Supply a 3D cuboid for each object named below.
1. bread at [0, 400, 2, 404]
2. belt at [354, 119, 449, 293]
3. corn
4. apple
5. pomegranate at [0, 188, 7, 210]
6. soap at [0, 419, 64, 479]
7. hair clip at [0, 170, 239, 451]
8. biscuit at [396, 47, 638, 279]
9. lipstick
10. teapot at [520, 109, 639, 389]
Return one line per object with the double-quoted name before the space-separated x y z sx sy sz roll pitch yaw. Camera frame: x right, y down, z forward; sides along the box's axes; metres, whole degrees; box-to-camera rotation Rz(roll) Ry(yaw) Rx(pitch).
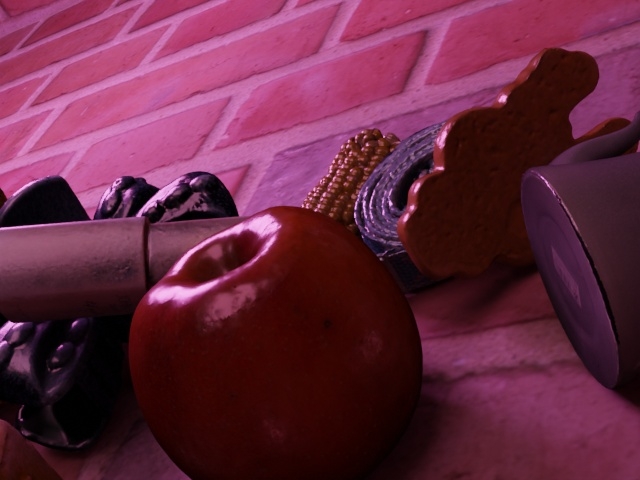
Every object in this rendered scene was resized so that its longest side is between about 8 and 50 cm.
"bread" -0.458 0.158 1.067 0.316 0.211 0.270 -42 33 6
"belt" 0.113 -0.036 0.929 0.163 0.082 0.147 -23 41 9
"corn" 0.000 0.000 0.982 0.086 0.086 0.288 4 47 47
"apple" -0.033 0.090 0.761 0.218 0.201 0.218 -26 22 11
"pomegranate" -0.526 0.011 1.338 0.276 0.204 0.222 6 28 45
"soap" -0.230 0.270 0.711 0.080 0.160 0.257 -26 30 7
"hair clip" -0.216 0.054 1.019 0.310 0.194 0.206 -42 52 -20
"biscuit" 0.165 -0.056 0.849 0.236 0.144 0.040 -38 5 -13
"lipstick" -0.153 0.022 0.882 0.253 0.079 0.077 -5 67 1
"teapot" 0.241 0.011 0.690 0.149 0.162 0.239 -20 54 -2
